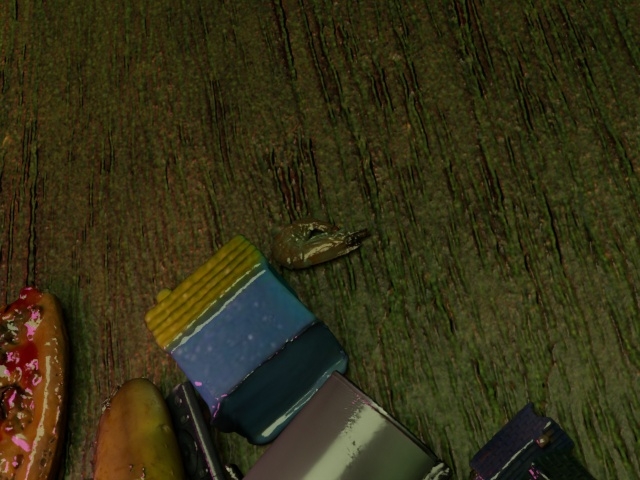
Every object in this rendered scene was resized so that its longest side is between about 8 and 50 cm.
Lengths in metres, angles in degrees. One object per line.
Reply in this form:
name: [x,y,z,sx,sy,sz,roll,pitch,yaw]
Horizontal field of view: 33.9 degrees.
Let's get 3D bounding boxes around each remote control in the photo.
remote control: [-0.176,0.420,1.721,0.044,0.107,0.378,-8,63,-34]

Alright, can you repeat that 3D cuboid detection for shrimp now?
shrimp: [0.000,0.000,1.865,0.180,0.041,0.099,-12,54,10]

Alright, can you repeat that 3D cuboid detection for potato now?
potato: [-0.297,0.370,1.717,0.173,0.140,0.300,-48,44,31]

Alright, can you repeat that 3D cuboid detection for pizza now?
pizza: [-0.643,0.294,1.854,0.405,0.130,0.440,-2,71,10]

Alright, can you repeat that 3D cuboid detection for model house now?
model house: [-0.139,0.151,1.749,0.237,0.215,0.303,-42,64,-3]
model house: [0.330,0.360,1.586,0.166,0.172,0.183,-43,68,-6]

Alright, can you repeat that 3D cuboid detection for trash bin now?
trash bin: [0.020,0.367,1.627,0.277,0.217,0.262,39,83,12]

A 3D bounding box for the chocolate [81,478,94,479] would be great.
chocolate: [-0.405,0.480,1.688,0.161,0.261,0.083,50,116,25]
